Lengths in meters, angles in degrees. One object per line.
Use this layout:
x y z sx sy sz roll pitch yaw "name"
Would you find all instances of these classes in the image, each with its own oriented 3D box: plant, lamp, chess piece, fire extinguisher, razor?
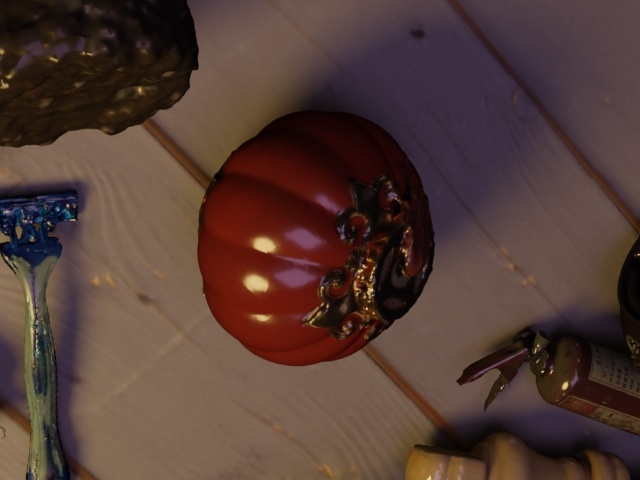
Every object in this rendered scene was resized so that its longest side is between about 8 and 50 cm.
-0.222 -0.243 1.146 0.215 0.213 0.312 -16 77 -8 "plant"
0.000 0.000 1.275 0.227 0.227 0.227 -4 111 -12 "lamp"
0.274 0.261 1.495 0.397 0.117 0.117 14 106 -16 "chess piece"
0.261 0.153 1.464 0.252 0.075 0.106 20 94 -20 "fire extinguisher"
-0.257 0.116 1.346 0.093 0.056 0.324 -5 112 -13 "razor"

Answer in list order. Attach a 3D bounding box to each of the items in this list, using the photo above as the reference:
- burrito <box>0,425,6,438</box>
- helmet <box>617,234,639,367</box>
-0.468 0.227 1.324 0.392 0.076 0.117 -28 115 -2 "burrito"
0.389 0.070 1.406 0.216 0.189 0.193 -8 114 -19 "helmet"
